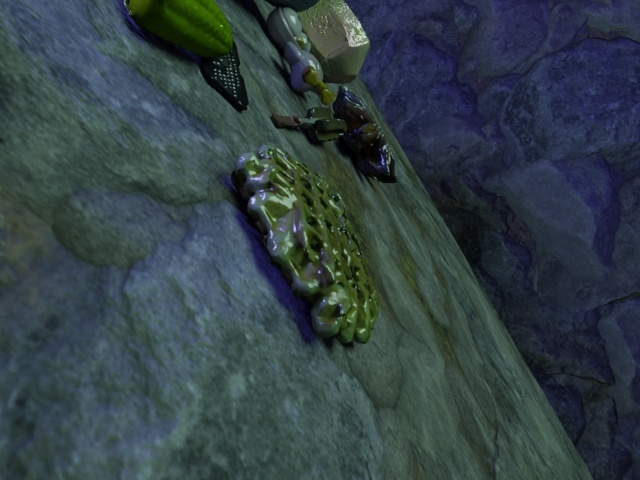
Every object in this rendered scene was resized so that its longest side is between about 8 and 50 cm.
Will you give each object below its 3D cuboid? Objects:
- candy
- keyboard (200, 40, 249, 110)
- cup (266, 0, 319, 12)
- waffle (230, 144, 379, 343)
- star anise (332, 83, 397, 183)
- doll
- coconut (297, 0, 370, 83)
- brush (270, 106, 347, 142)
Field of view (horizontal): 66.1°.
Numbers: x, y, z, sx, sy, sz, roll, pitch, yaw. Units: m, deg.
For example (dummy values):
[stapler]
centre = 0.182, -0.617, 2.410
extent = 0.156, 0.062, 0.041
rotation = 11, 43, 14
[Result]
[candy]
centre = -0.189, -0.320, 0.713
extent = 0.097, 0.096, 0.209
rotation = 62, 16, 10
[keyboard]
centre = -0.176, -0.329, 0.871
extent = 0.106, 0.016, 0.262
rotation = 39, 26, -45
[cup]
centre = -0.153, -0.748, 1.257
extent = 0.311, 0.331, 0.257
rotation = -7, 95, -64
[waffle]
centre = 0.000, 0.000, 0.712
extent = 0.317, 0.073, 0.297
rotation = 62, 18, 12
[star anise]
centre = 0.125, -0.303, 1.449
extent = 0.332, 0.117, 0.332
rotation = 59, 13, -23
[doll]
centre = -0.062, -0.500, 1.312
extent = 0.160, 0.094, 0.365
rotation = 41, 26, -49
[coconut]
centre = 0.032, -0.596, 1.506
extent = 0.245, 0.233, 0.233
rotation = 54, 19, -2
[brush]
centre = -0.029, -0.256, 1.083
extent = 0.084, 0.071, 0.301
rotation = 44, 26, 9
